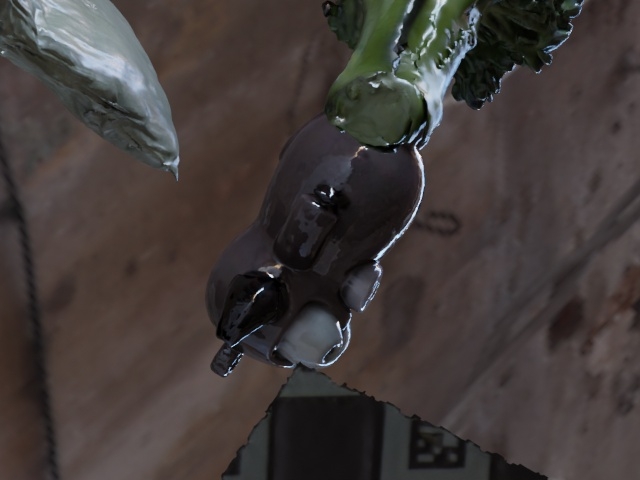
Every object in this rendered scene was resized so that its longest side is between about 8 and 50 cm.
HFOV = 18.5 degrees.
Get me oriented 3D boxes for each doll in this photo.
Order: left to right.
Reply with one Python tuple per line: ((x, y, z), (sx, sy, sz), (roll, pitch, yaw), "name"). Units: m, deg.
((-0.001, -0.002, 1.492), (0.117, 0.257, 0.182), (29, -1, 9), "doll")

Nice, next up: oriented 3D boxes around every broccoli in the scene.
((0.092, -0.154, 1.207), (0.198, 0.275, 0.177), (-34, -71, 13), "broccoli")

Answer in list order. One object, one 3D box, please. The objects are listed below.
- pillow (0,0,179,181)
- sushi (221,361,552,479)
((-0.156, -0.126, 0.956), (0.050, 0.148, 0.229), (-37, -48, 14), "pillow")
((0.028, 0.224, 1.071), (0.294, 0.059, 0.292), (25, -73, -20), "sushi")
